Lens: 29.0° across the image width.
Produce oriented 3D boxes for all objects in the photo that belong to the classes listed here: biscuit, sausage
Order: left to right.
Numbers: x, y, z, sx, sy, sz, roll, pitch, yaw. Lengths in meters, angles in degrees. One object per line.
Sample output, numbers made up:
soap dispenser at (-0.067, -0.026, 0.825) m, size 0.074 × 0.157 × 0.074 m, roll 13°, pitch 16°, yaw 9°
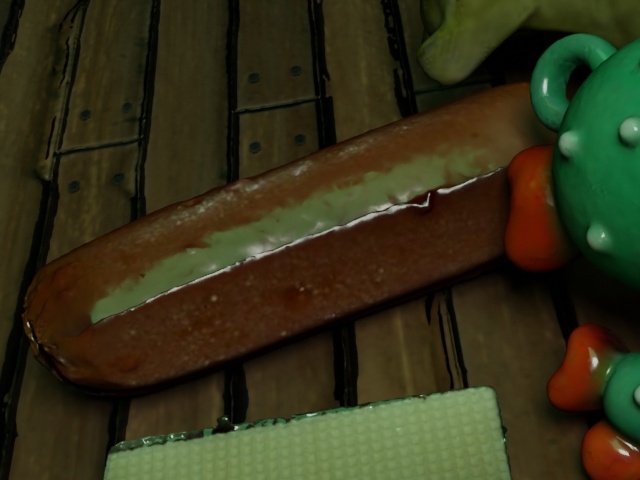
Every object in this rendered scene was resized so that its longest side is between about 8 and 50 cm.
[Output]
biscuit at (-0.007, 0.133, 0.581) m, size 0.200 × 0.040 × 0.121 m, roll -9°, pitch 44°, yaw 6°
sausage at (0.000, 0.000, 0.686) m, size 0.330 × 0.102 × 0.102 m, roll -20°, pitch 42°, yaw -7°

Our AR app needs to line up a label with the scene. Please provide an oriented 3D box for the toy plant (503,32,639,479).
toy plant at (0.237, -0.002, 0.503) m, size 0.185 × 0.279 × 0.400 m, roll -24°, pitch 36°, yaw -28°

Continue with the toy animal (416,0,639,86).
toy animal at (0.161, -0.206, 0.838) m, size 0.181 × 0.180 × 0.363 m, roll 2°, pitch 21°, yaw 7°
